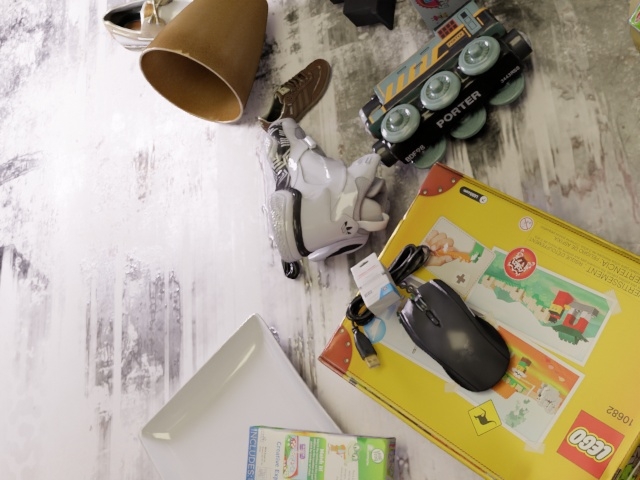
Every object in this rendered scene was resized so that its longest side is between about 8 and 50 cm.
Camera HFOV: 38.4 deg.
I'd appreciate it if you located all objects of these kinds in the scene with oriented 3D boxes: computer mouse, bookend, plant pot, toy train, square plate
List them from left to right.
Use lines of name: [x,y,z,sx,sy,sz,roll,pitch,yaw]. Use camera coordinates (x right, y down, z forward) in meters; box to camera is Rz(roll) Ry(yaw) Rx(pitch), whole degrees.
plant pot: [-0.213,-0.415,1.920,0.237,0.237,0.254,12,64,35]
square plate: [-0.141,0.367,1.669,0.347,0.049,0.344,-46,54,10]
computer mouse: [0.000,0.000,1.721,0.193,0.042,0.106,-21,61,25]
bookend: [0.069,-0.495,1.845,0.156,0.072,0.157,-4,71,32]
computer mouse: [0.138,0.134,1.333,0.184,0.060,0.262,-43,54,10]
toy train: [0.216,-0.274,1.640,0.334,0.142,0.190,-40,44,16]

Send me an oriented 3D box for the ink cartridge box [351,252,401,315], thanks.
ink cartridge box: [0.082,0.064,1.367,0.048,0.028,0.083,-35,44,12]

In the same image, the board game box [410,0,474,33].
board game box: [0.193,-0.576,1.702,0.097,0.224,0.303,-16,64,21]

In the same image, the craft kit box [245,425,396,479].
craft kit box: [-0.006,0.437,1.507,0.246,0.061,0.250,1,81,24]

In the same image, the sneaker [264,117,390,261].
sneaker: [0.013,-0.112,1.695,0.210,0.137,0.366,-11,40,5]

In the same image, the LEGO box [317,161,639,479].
LEGO box: [0.301,0.159,1.377,0.500,0.193,0.372,31,90,37]

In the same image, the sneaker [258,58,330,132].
sneaker: [-0.052,-0.291,1.845,0.066,0.071,0.188,37,94,36]

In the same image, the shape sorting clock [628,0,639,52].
shape sorting clock: [0.575,-0.373,1.456,0.206,0.040,0.206,13,105,54]

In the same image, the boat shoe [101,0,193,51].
boat shoe: [-0.369,-0.499,2.103,0.302,0.103,0.113,-5,70,31]
